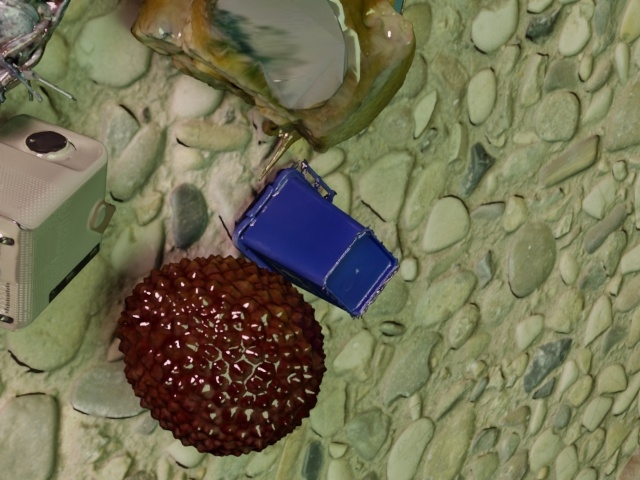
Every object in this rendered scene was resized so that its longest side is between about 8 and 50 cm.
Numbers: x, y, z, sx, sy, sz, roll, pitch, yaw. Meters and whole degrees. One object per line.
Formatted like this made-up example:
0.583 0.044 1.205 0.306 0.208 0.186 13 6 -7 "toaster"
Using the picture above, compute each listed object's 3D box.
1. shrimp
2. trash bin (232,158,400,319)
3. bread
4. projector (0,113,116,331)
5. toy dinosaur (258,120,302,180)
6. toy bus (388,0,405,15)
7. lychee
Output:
-0.386 -0.208 1.333 0.137 0.172 0.372 -11 143 -54 "shrimp"
0.000 0.000 1.760 0.184 0.234 0.162 -52 134 -6 "trash bin"
-0.032 -0.265 1.491 0.395 0.264 0.239 32 94 -20 "bread"
-0.373 -0.032 1.417 0.242 0.163 0.177 -55 163 -52 "projector"
-0.034 -0.171 1.783 0.126 0.039 0.162 -3 115 -42 "toy dinosaur"
0.052 -0.332 1.718 0.136 0.126 0.210 -8 117 -48 "toy bus"
-0.143 0.164 1.674 0.306 0.306 0.330 -49 142 -10 "lychee"
